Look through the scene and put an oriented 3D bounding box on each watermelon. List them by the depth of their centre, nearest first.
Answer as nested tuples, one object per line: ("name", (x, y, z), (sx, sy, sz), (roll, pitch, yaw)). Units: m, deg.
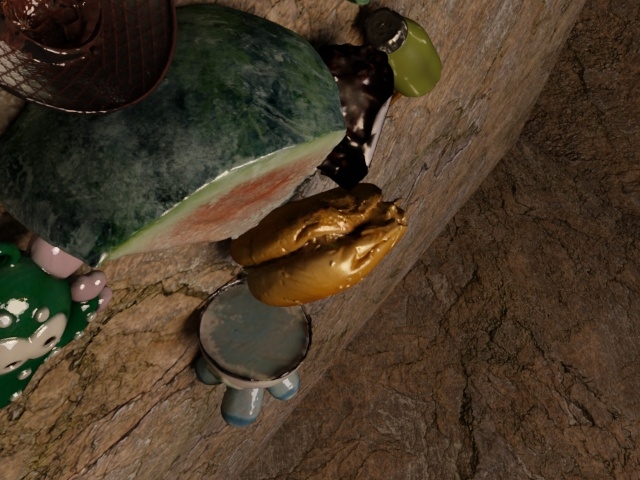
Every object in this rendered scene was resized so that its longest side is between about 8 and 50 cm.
("watermelon", (-0.138, -0.098, 0.563), (0.387, 0.228, 0.258), (-39, 166, -24))

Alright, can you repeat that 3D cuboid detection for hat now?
("hat", (-0.219, -0.189, 0.392), (0.193, 0.082, 0.193), (3, 85, -46))

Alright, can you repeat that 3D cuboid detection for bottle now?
("bottle", (0.154, -0.353, 0.922), (0.112, 0.112, 0.260), (-59, 160, 13))

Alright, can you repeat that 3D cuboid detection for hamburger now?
("hamburger", (0.000, 0.000, 0.874), (0.314, 0.170, 0.290), (-13, -165, 48))

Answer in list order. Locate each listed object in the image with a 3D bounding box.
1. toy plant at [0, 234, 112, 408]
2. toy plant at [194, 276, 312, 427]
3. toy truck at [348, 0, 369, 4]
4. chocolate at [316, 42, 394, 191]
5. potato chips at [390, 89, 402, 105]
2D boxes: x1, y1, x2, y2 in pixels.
("toy plant", (-0.337, 0.087, 0.514), (0.232, 0.112, 0.243), (-42, 163, -29))
("toy plant", (-0.157, 0.268, 1.081), (0.247, 0.247, 0.332), (-39, 160, -37))
("toy truck", (-0.002, -0.359, 0.486), (0.155, 0.156, 0.279), (-60, 159, 15))
("chocolate", (-0.014, -0.218, 0.779), (0.177, 0.206, 0.224), (12, 108, -21))
("potato chips", (0.136, -0.309, 1.090), (0.204, 0.026, 0.037), (-40, 153, -34))
